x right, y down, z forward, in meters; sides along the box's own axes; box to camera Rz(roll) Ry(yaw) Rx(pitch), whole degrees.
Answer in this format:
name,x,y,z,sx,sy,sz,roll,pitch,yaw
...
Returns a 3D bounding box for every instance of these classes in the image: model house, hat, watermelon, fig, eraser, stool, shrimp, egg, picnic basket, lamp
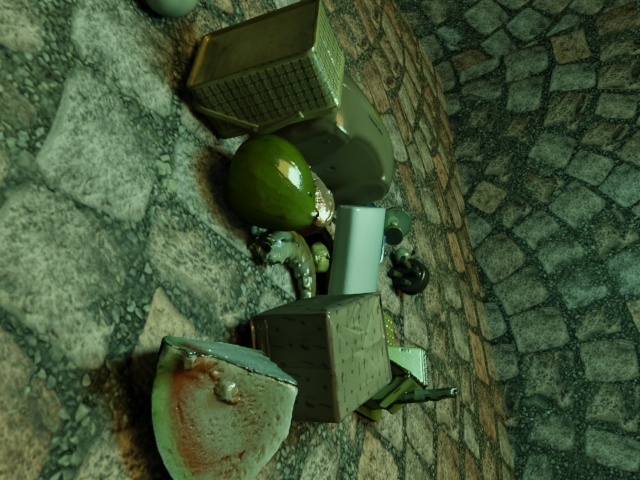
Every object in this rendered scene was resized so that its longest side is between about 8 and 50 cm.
name,x,y,z,sx,sy,sz,roll,pitch,yaw
model house,0.236,0.360,1.548,0.205,0.279,0.218,43,40,-49
hat,-0.013,0.046,1.486,0.076,0.059,0.077,46,-41,50
watermelon,-0.143,0.283,0.915,0.320,0.214,0.289,53,32,-58
fig,-0.093,-0.119,1.247,0.225,0.203,0.203,33,30,4
eraser,0.098,0.050,1.534,0.189,0.104,0.289,-4,102,-55
stool,0.312,0.102,2.035,0.121,0.125,0.217,39,32,-47
shrimp,-0.068,0.077,1.382,0.185,0.068,0.286,-55,133,-54
egg,-0.313,-0.523,1.192,0.103,0.103,0.135,69,25,-8
picnic basket,-0.117,-0.372,1.266,0.175,0.313,0.228,60,26,-46
lamp,0.266,-0.053,2.026,0.214,0.121,0.121,-68,136,-69

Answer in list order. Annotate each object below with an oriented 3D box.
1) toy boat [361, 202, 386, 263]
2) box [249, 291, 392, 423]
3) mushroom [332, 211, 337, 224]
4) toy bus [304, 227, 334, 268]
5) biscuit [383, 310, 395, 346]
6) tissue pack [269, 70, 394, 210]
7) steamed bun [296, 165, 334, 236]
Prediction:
name,x,y,z,sx,sy,sz,roll,pitch,yaw
toy boat,0.147,0.002,1.750,0.142,0.129,0.309,30,48,-35
box,0.011,0.241,1.230,0.297,0.191,0.225,-8,92,-64
mushroom,0.053,-0.140,1.735,0.071,0.084,0.209,18,52,-7
toy bus,0.000,0.000,1.551,0.172,0.058,0.072,59,26,-30
biscuit,0.183,0.268,1.796,0.231,0.016,0.139,42,38,-47
tissue pack,0.031,-0.283,1.537,0.387,0.268,0.276,41,40,-48
steamed bun,-0.043,-0.100,1.415,0.106,0.145,0.175,-29,88,-28
